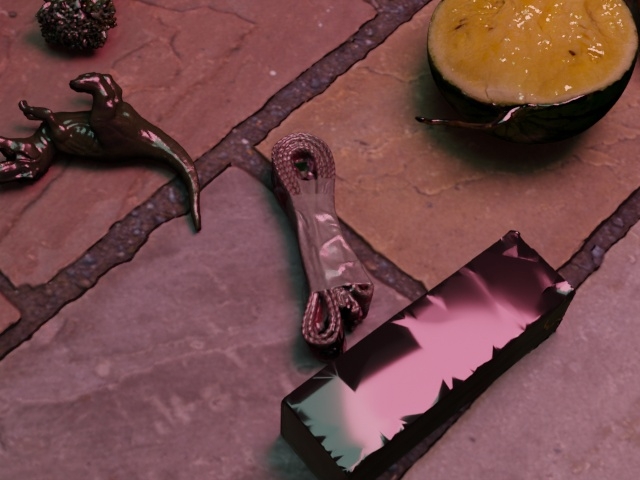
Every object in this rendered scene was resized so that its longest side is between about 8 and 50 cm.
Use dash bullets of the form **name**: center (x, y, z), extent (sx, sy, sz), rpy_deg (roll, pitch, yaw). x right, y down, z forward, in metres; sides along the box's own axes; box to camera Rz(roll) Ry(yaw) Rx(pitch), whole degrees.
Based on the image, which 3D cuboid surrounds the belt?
- **belt**: center (0.000, 0.000, 1.062), extent (0.071, 0.053, 0.232), rpy_deg (-7, 60, -8)

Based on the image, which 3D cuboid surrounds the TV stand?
- **TV stand**: center (0.095, 0.106, 0.988), extent (0.269, 0.083, 0.088), rpy_deg (-35, 66, -22)

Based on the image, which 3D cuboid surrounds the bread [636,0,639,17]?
- **bread**: center (0.410, -0.300, 1.171), extent (0.174, 0.252, 0.133), rpy_deg (-9, 40, -6)

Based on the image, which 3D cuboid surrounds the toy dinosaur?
- **toy dinosaur**: center (-0.220, -0.071, 1.114), extent (0.187, 0.087, 0.179), rpy_deg (-20, 98, 3)

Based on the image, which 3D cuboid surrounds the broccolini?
- **broccolini**: center (-0.241, -0.280, 1.221), extent (0.091, 0.068, 0.203), rpy_deg (-8, 45, 26)

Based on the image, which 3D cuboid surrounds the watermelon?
- **watermelon**: center (0.209, -0.171, 1.128), extent (0.204, 0.127, 0.232), rpy_deg (4, 55, 10)
